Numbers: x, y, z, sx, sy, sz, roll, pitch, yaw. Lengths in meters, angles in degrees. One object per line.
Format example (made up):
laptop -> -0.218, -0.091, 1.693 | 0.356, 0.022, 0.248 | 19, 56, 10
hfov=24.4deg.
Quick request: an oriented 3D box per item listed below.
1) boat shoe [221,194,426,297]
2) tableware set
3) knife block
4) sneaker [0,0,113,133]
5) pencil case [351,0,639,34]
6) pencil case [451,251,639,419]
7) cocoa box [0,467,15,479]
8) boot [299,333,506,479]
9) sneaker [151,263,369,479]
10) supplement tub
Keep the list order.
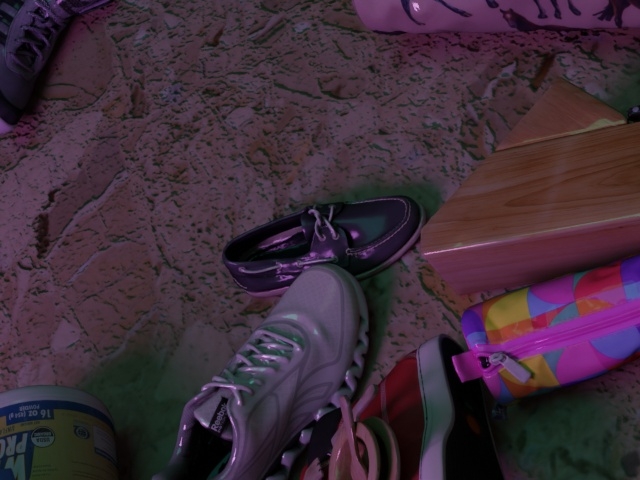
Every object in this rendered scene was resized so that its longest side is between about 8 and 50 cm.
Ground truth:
boat shoe -> 0.000, 0.000, 1.422 | 0.206, 0.065, 0.075 | -19, 55, 21
tableware set -> 0.004, 0.217, 1.201 | 0.194, 0.039, 0.128 | -58, 35, 36
knife block -> 0.255, -0.021, 1.262 | 0.275, 0.088, 0.242 | -47, 49, -1
sneaker -> -0.335, -0.257, 1.754 | 0.153, 0.101, 0.268 | -17, 53, 26
pencil case -> 0.209, -0.281, 1.383 | 0.410, 0.183, 0.160 | 4, 65, 32
pencil case -> 0.231, 0.066, 1.220 | 0.236, 0.104, 0.104 | -22, 54, 20
cocoa box -> -0.384, 0.376, 1.225 | 0.347, 0.228, 0.231 | -52, 51, 40
boot -> 0.059, 0.207, 1.222 | 0.176, 0.088, 0.244 | -36, 29, 21
sneaker -> -0.053, 0.143, 1.340 | 0.110, 0.118, 0.292 | 16, 71, 39
supplement tub -> -0.258, 0.252, 1.381 | 0.144, 0.144, 0.199 | -25, 53, 17
